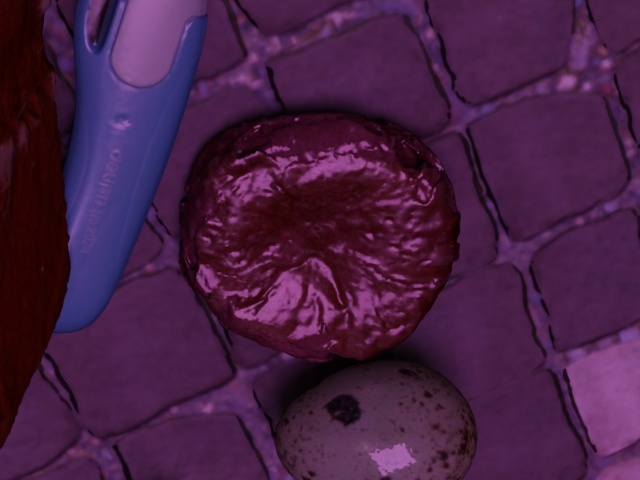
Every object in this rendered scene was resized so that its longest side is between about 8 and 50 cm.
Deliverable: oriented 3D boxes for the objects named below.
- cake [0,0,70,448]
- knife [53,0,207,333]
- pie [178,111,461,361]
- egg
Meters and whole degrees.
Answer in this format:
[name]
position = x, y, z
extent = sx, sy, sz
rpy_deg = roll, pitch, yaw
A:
[cake]
position = -0.213, -0.032, 0.667
extent = 0.177, 0.151, 0.283
rpy_deg = 3, 119, 5
[knife]
position = -0.105, -0.050, 0.751
extent = 0.064, 0.031, 0.222
rpy_deg = 13, 115, -16
[pie]
position = 0.000, 0.000, 0.795
extent = 0.153, 0.038, 0.153
rpy_deg = -4, 116, -9
[egg]
position = 0.030, 0.107, 0.828
extent = 0.110, 0.085, 0.085
rpy_deg = 0, 116, 0
